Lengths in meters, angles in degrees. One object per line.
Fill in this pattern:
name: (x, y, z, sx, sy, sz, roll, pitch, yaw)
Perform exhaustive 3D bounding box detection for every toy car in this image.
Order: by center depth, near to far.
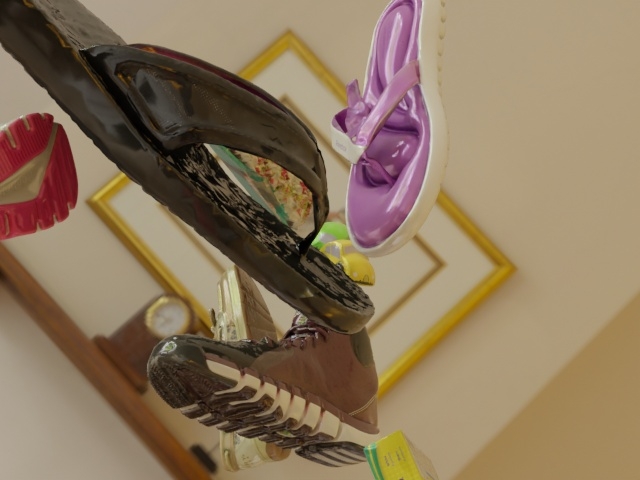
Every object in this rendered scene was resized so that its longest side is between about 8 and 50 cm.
toy car: (0.000, 0.000, 1.489, 0.239, 0.053, 0.225, 21, 10, 19)

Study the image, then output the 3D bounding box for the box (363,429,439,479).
box: (0.099, 0.261, 0.859, 0.105, 0.043, 0.179, 52, 11, -54)

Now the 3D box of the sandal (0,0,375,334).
sandal: (-0.104, -0.101, 0.749, 0.446, 0.107, 0.167, 45, 9, -9)

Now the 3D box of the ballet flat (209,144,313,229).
ballet flat: (-0.065, -0.095, 1.015, 0.091, 0.077, 0.241, 39, -7, 33)

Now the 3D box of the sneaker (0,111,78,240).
sneaker: (-0.282, -0.018, 0.677, 0.111, 0.252, 0.103, -1, -75, 30)

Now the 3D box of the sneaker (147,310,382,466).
sneaker: (-0.044, 0.108, 0.987, 0.106, 0.162, 0.281, -18, -38, 38)

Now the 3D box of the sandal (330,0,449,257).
sandal: (0.064, -0.153, 1.181, 0.102, 0.416, 0.169, 26, -44, -21)

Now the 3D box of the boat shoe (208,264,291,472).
boat shoe: (-0.110, 0.164, 1.352, 0.104, 0.089, 0.285, 46, 27, -54)
